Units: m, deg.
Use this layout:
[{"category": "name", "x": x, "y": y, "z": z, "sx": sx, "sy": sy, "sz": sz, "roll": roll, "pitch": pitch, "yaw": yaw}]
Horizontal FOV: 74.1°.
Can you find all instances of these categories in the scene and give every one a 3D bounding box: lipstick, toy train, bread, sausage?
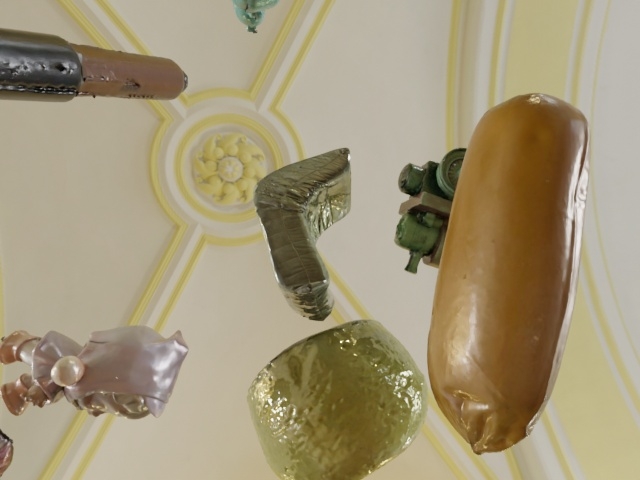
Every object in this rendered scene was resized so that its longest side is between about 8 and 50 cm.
[{"category": "lipstick", "x": -0.301, "y": -0.219, "z": 0.550, "sx": 0.077, "sy": 0.418, "sz": 0.077, "roll": 5, "pitch": -72, "yaw": 14}, {"category": "toy train", "x": 0.268, "y": -0.021, "z": 0.753, "sx": 0.304, "sy": 0.150, "sz": 0.222, "roll": 19, "pitch": -98, "yaw": -4}, {"category": "bread", "x": 0.034, "y": 0.297, "z": 0.775, "sx": 0.320, "sy": 0.320, "sz": 0.237, "roll": -26, "pitch": -111, "yaw": -2}, {"category": "sausage", "x": 0.181, "y": 0.029, "z": 0.423, "sx": 0.116, "sy": 0.134, "sz": 0.354, "roll": 25, "pitch": -107, "yaw": -36}]

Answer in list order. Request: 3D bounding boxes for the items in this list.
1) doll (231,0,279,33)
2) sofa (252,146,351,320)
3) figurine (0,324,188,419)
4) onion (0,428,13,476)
[{"category": "doll", "x": -0.094, "y": -0.331, "z": 0.489, "sx": 0.059, "sy": 0.159, "sz": 0.159, "roll": -20, "pitch": -115, "yaw": -15}, {"category": "sofa", "x": 0.000, "y": 0.000, "z": 0.729, "sx": 0.176, "sy": 0.210, "sz": 0.226, "roll": -18, "pitch": -114, "yaw": -4}, {"category": "figurine", "x": -0.337, "y": 0.192, "z": 0.629, "sx": 0.275, "sy": 0.200, "sz": 0.133, "roll": 0, "pitch": -122, "yaw": 4}, {"category": "onion", "x": -0.748, "y": 0.426, "z": 0.797, "sx": 0.250, "sy": 0.111, "sz": 0.247, "roll": 37, "pitch": -73, "yaw": -15}]
